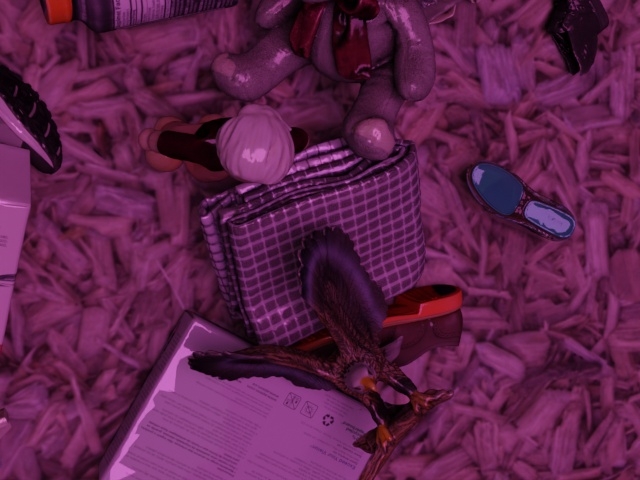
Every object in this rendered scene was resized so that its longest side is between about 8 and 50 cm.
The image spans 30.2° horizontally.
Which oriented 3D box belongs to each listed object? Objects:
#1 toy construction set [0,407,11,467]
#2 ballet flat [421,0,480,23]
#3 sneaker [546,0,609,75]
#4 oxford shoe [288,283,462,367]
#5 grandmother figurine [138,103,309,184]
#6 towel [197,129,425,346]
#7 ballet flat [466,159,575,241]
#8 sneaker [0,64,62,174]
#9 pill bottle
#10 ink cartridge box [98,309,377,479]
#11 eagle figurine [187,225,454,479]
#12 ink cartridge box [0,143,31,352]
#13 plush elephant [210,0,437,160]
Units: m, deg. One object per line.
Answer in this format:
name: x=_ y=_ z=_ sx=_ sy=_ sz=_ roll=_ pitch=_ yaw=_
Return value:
toy construction set: x=-0.423 y=0.383 z=1.482 sx=0.215 sy=0.151 sz=0.328 roll=-21 pitch=95 yaw=10
ballet flat: x=0.191 y=-0.352 z=1.652 sx=0.213 sy=0.072 sz=0.068 roll=-28 pitch=131 yaw=-12
sneaker: x=0.358 y=-0.330 z=1.707 sx=0.089 sy=0.051 sz=0.170 roll=-40 pitch=110 yaw=-15
oxford shoe: x=0.080 y=0.140 z=1.650 sx=0.271 sy=0.097 sz=0.098 roll=-13 pitch=106 yaw=-16
grandmother figurine: x=-0.109 y=-0.112 z=1.426 sx=0.207 sy=0.342 sz=0.104 roll=-14 pitch=100 yaw=-16
towel: x=0.000 y=0.000 z=1.537 sx=0.283 sy=0.121 sz=0.235 roll=-24 pitch=136 yaw=-15
ballet flat: x=0.280 y=-0.055 z=1.707 sx=0.188 sy=0.070 sz=0.070 roll=33 pitch=86 yaw=-14
sneaker: x=-0.432 y=-0.171 z=1.457 sx=0.271 sy=0.100 sz=0.108 roll=40 pitch=108 yaw=-21
pill bottle: x=-0.230 y=-0.334 z=1.474 sx=0.245 sy=0.130 sz=0.130 roll=-14 pitch=100 yaw=-16
ink cartridge box: x=-0.121 y=0.311 z=1.616 sx=0.324 sy=0.071 sz=0.330 roll=30 pitch=90 yaw=-19
eagle figurine: x=0.016 y=0.142 z=1.477 sx=0.298 sy=0.225 sz=0.226 roll=40 pitch=55 yaw=-13
ink cartridge box: x=-0.410 y=0.019 z=1.397 sx=0.100 sy=0.172 sz=0.237 roll=9 pitch=114 yaw=-19
plush elephant: x=0.042 y=-0.307 z=1.445 sx=0.272 sy=0.255 sz=0.330 roll=34 pitch=69 yaw=25
